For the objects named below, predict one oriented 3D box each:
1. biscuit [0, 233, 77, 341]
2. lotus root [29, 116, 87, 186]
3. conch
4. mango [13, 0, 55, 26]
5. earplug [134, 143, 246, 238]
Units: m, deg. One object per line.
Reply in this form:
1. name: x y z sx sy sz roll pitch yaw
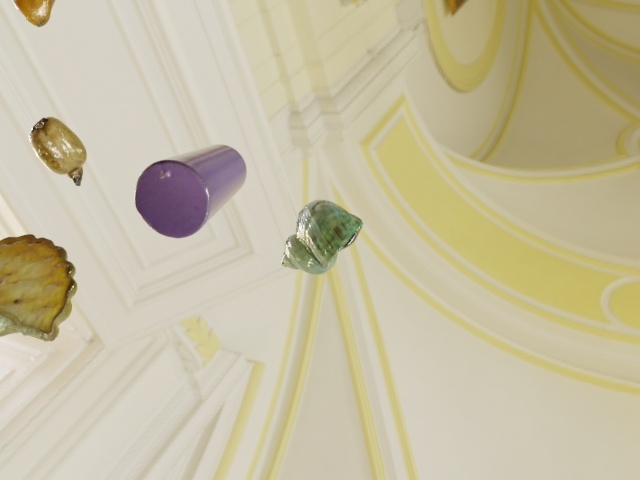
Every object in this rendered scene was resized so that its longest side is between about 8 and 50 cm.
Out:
1. biscuit: -0.716 0.132 1.403 0.329 0.078 0.335 -33 -121 -25
2. lotus root: -0.760 -0.261 1.798 0.125 0.221 0.118 -30 -145 -1
3. conch: -0.001 -0.003 1.267 0.122 0.188 0.176 14 -140 -19
4. mango: -0.708 -0.612 1.520 0.084 0.105 0.159 -35 -127 29
5. earplug: -0.349 -0.173 1.813 0.215 0.215 0.456 -8 -164 14
